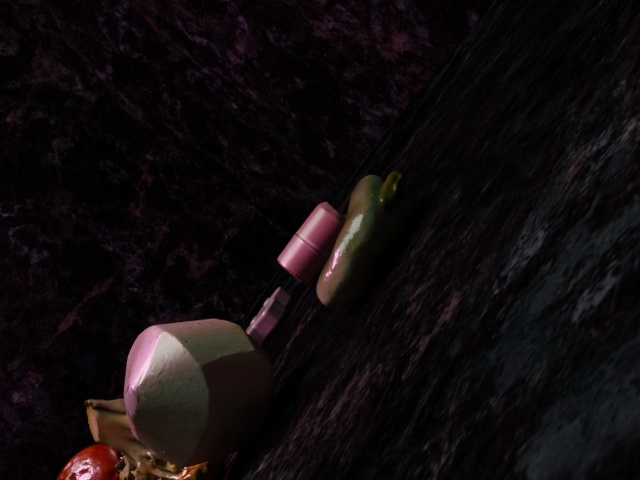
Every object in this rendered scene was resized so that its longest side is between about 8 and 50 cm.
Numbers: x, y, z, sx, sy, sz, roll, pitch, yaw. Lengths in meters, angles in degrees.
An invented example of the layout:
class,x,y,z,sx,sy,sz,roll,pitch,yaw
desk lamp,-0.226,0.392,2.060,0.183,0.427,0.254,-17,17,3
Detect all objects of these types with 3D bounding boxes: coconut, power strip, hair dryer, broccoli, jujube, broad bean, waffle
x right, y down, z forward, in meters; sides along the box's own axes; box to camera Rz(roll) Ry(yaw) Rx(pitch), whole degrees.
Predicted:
class,x,y,z,sx,sy,sz,roll,pitch,yaw
coconut,-0.198,0.228,1.320,0.241,0.241,0.241,-54,4,5
power strip,-0.152,0.223,2.268,0.194,0.059,0.265,-50,4,48
hair dryer,0.000,0.000,2.208,0.189,0.106,0.344,-53,-2,4
broccoli,-0.317,0.362,1.625,0.248,0.245,0.288,-119,36,-57
jujube,-0.514,0.614,1.977,0.318,0.223,0.223,-56,3,8
broad bean,0.069,0.000,1.299,0.169,0.100,0.228,45,-112,-86
waffle,-0.246,0.447,1.400,0.249,0.056,0.253,-51,7,37
